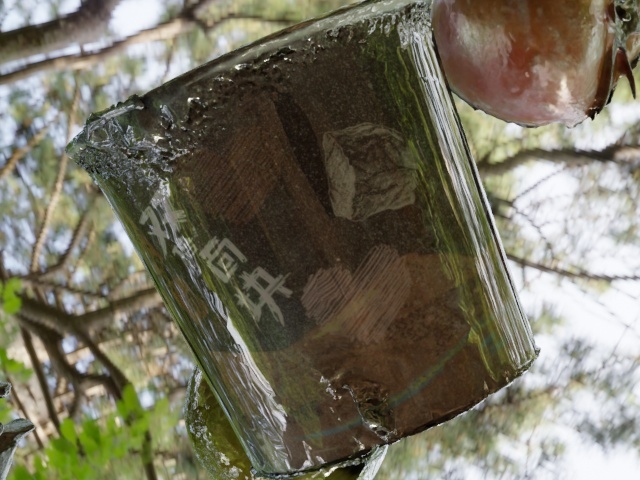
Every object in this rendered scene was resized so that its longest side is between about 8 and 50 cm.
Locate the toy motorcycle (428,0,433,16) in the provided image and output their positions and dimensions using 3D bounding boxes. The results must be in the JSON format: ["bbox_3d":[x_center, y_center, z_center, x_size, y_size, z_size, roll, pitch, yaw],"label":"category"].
[{"bbox_3d":[0.146,-0.288,1.620,0.263,0.091,0.157,-41,-73,-1],"label":"toy motorcycle"}]

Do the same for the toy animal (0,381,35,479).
[{"bbox_3d":[-0.337,0.230,1.211,0.121,0.117,0.210,10,-82,39],"label":"toy animal"}]

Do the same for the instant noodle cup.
[{"bbox_3d":[0.000,0.000,0.681,0.217,0.217,0.207,-24,-87,-14],"label":"instant noodle cup"}]

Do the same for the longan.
[{"bbox_3d":[-0.028,0.128,0.943,0.145,0.155,0.176,-34,-145,-12],"label":"longan"}]

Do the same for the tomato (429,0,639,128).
[{"bbox_3d":[0.190,-0.213,1.024,0.180,0.155,0.214,21,-122,22],"label":"tomato"}]
